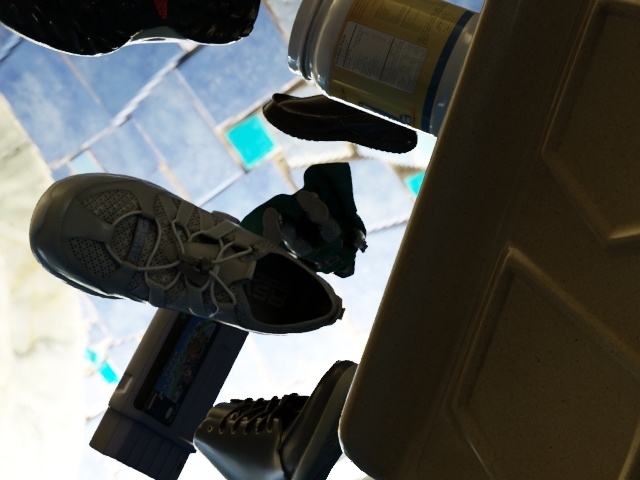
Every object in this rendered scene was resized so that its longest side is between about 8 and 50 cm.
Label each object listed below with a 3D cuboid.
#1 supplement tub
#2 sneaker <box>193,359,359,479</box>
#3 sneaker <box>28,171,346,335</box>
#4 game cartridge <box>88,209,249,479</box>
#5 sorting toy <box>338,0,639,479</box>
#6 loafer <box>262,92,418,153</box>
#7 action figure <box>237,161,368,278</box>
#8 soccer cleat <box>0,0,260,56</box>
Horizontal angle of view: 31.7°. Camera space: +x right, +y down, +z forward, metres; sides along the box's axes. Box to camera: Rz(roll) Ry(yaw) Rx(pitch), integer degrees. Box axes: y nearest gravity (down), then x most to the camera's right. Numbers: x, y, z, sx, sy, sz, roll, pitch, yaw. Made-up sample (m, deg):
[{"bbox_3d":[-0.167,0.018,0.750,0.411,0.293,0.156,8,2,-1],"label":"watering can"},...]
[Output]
[{"bbox_3d":[0.079,-0.209,1.248,0.144,0.199,0.144,-59,163,-30],"label":"supplement tub"},{"bbox_3d":[-0.041,0.157,0.958,0.083,0.118,0.222,-34,157,-46],"label":"sneaker"},{"bbox_3d":[-0.099,0.011,0.928,0.115,0.281,0.105,2,-102,54],"label":"sneaker"},{"bbox_3d":[-0.175,0.155,1.558,0.355,0.068,0.230,-64,163,-14],"label":"game cartridge"},{"bbox_3d":[0.113,0.069,0.355,0.041,0.229,0.307,7,104,-52],"label":"sorting toy"},{"bbox_3d":[0.030,-0.179,1.550,0.080,0.220,0.078,-78,176,-62],"label":"loafer"},{"bbox_3d":[0.000,0.000,1.118,0.137,0.063,0.232,-26,163,8],"label":"action figure"},{"bbox_3d":[-0.188,-0.221,0.980,0.116,0.109,0.318,17,-163,34],"label":"soccer cleat"}]
